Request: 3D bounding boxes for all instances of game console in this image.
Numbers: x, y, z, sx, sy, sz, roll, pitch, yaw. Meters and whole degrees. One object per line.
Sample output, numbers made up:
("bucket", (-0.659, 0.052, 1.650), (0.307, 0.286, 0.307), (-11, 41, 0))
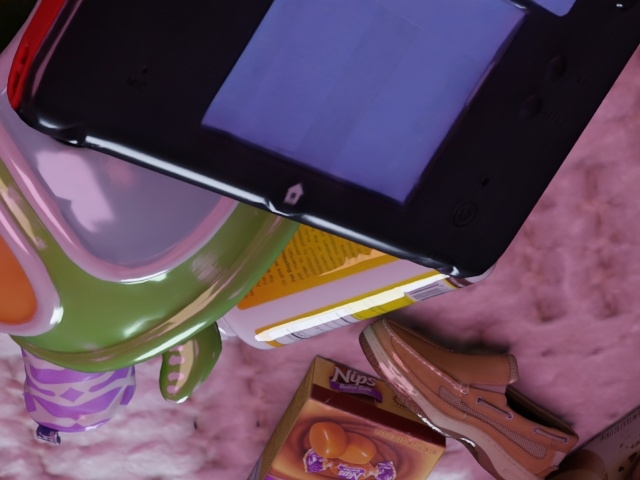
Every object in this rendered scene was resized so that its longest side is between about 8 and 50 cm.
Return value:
("game console", (0.057, -0.160, 0.974), (0.386, 0.060, 0.342), (20, 102, -47))

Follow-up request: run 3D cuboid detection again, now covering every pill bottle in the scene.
("pill bottle", (0.000, 0.000, 1.228), (0.215, 0.117, 0.117), (-19, 121, 18))

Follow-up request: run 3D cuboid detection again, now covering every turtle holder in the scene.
("turtle holder", (-0.105, -0.086, 1.078), (0.320, 0.243, 0.227), (-37, 134, 10))

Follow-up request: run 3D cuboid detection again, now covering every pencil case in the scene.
("pencil case", (-0.182, 0.036, 1.300), (0.088, 0.086, 0.206), (18, 130, 29))

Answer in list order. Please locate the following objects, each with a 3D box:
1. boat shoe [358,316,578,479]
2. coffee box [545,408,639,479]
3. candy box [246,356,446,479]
("boat shoe", (0.109, 0.103, 1.329), (0.072, 0.068, 0.190), (-42, 122, 16))
("coffee box", (0.243, 0.218, 1.324), (0.119, 0.168, 0.297), (40, 121, -20))
("candy box", (0.008, 0.184, 1.398), (0.109, 0.053, 0.187), (21, 126, -9))
